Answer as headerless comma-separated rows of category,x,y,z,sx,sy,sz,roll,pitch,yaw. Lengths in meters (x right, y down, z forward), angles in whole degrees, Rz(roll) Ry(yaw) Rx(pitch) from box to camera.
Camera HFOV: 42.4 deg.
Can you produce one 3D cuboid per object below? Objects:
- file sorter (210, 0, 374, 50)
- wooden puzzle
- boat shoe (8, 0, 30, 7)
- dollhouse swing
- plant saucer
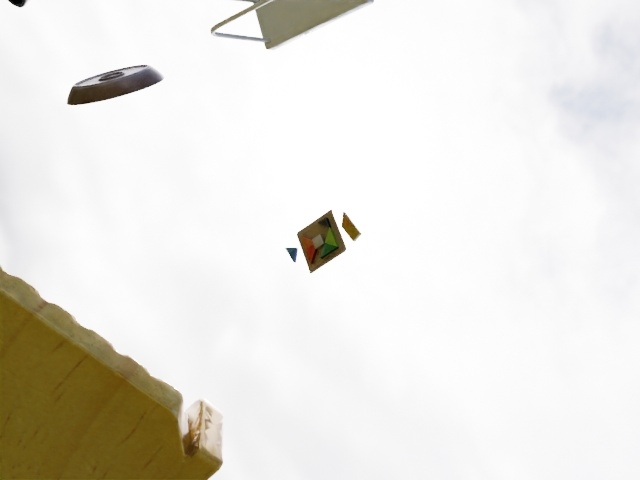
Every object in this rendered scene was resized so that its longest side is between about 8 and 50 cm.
file sorter,-0.082,-0.436,1.156,0.193,0.173,0.277,-16,-91,36
wooden puzzle,0.000,0.000,1.142,0.116,0.014,0.078,-40,-125,23
boat shoe,-0.673,-0.582,1.579,0.127,0.113,0.340,0,-31,32
dollhouse swing,-0.278,0.101,0.868,0.347,0.305,0.315,39,-61,-13
plant saucer,-0.346,-0.264,1.381,0.168,0.168,0.029,14,-57,50
